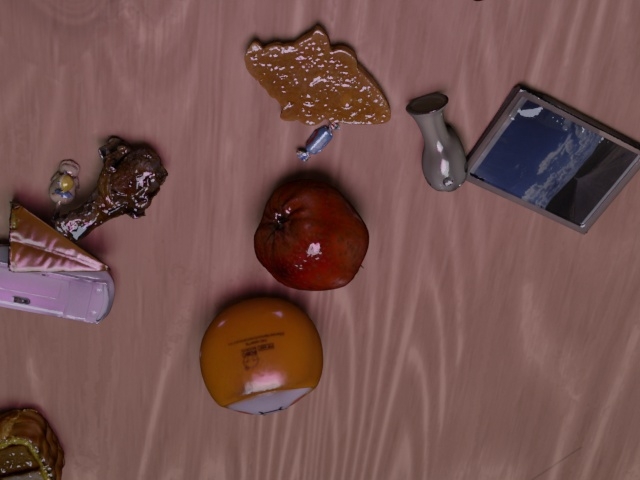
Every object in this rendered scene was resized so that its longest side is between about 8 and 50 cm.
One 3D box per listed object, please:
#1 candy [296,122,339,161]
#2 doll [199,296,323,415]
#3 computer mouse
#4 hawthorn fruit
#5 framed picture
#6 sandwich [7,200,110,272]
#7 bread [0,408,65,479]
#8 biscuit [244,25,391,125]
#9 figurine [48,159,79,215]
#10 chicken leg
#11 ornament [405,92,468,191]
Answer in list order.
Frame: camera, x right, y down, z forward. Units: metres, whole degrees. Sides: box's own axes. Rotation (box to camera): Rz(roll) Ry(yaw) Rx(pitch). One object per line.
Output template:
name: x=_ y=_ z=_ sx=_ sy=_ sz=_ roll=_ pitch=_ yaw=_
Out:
candy: x=-0.006 y=-0.158 z=1.868 sx=0.030 sy=0.020 sz=0.083 roll=32 pitch=114 yaw=-30
doll: x=-0.100 y=0.204 z=2.031 sx=0.213 sy=0.214 sz=0.236 roll=-2 pitch=167 yaw=0
computer mouse: x=-0.471 y=0.074 z=1.993 sx=0.245 sy=0.056 sz=0.126 roll=10 pitch=121 yaw=-11
hawthorn fruit: x=0.000 y=0.000 z=1.893 sx=0.200 sy=0.179 sz=0.179 roll=21 pitch=123 yaw=-34
framed picture: x=0.375 y=-0.127 z=1.902 sx=0.260 sy=0.023 sz=0.189 roll=24 pitch=123 yaw=-17
sandwich: x=-0.424 y=-0.005 z=1.918 sx=0.163 sy=0.079 sz=0.114 roll=1 pitch=91 yaw=-14
bread: x=-0.598 y=0.407 z=2.193 sx=0.222 sy=0.096 sz=0.181 roll=-16 pitch=123 yaw=12
biscuit: x=-0.001 y=-0.241 z=1.805 sx=0.250 sy=0.035 sz=0.162 roll=25 pitch=125 yaw=-16
figurine: x=-0.411 y=-0.084 z=1.893 sx=0.047 sy=0.051 sz=0.083 roll=10 pitch=124 yaw=-15
chicken leg: x=-0.329 y=-0.072 z=1.877 sx=0.125 sy=0.080 sz=0.196 roll=30 pitch=109 yaw=-24
ornament: x=0.189 y=-0.150 z=1.851 sx=0.074 sy=0.081 sz=0.156 roll=4 pitch=129 yaw=38
